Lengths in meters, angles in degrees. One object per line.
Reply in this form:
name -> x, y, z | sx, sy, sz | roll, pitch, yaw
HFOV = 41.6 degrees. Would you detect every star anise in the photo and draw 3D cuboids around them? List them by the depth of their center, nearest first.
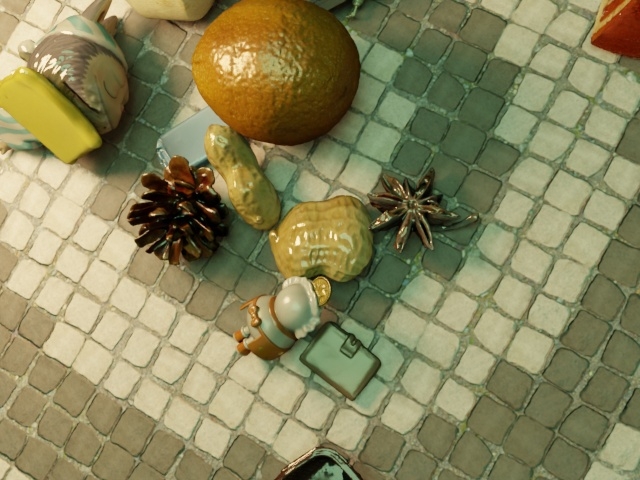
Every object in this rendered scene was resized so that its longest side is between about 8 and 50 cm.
star anise -> 0.208, -0.058, 1.797 | 0.231, 0.089, 0.209 | 33, 73, 9

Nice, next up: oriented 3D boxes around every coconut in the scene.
coconut -> -0.335, -0.633, 1.931 | 0.247, 0.245, 0.245 | 4, 81, 10

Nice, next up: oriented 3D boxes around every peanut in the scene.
peanut -> 0.000, 0.000, 1.816 | 0.233, 0.110, 0.196 | -5, 71, 10
peanut -> -0.171, -0.142, 1.850 | 0.101, 0.117, 0.263 | -27, 90, -3

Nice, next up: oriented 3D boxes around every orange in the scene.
orange -> -0.100, -0.361, 1.791 | 0.357, 0.322, 0.322 | 16, 83, 26

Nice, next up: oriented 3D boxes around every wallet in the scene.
wallet -> 0.044, 0.254, 1.799 | 0.153, 0.039, 0.118 | 39, 91, 11

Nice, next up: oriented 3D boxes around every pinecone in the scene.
pinecone -> -0.312, -0.055, 1.840 | 0.229, 0.202, 0.201 | 42, 53, 5

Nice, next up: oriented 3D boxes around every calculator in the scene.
calculator -> -0.280, -0.231, 1.946 | 0.210, 0.039, 0.121 | -32, 78, 3

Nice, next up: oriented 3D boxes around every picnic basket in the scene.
picnic basket -> -0.023, 0.568, 1.710 | 0.297, 0.129, 0.222 | -40, 77, 3

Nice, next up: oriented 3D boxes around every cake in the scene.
cake -> 0.629, -0.499, 1.722 | 0.160, 0.262, 0.158 | 11, 77, 32

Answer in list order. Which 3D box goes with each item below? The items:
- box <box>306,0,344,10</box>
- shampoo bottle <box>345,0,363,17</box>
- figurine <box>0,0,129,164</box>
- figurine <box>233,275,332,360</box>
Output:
box -> 0.009, -0.617, 1.892 | 0.265, 0.097, 0.168 | -22, 68, 20
shampoo bottle -> 0.101, -0.602, 1.931 | 0.056, 0.056, 0.195 | 13, 83, 13
figurine -> -0.581, -0.384, 1.983 | 0.361, 0.266, 0.377 | -1, 45, 36
figurine -> -0.082, 0.157, 1.766 | 0.271, 0.143, 0.143 | -45, 71, 40
